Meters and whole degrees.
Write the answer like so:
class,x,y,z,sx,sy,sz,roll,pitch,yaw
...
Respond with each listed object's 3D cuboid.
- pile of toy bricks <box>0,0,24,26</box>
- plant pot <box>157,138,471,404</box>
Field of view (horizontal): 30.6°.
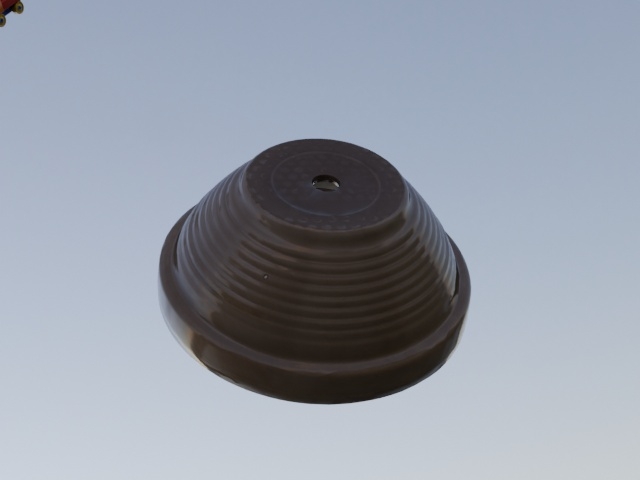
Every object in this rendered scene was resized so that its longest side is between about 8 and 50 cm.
class,x,y,z,sx,sy,sz,roll,pitch,yaw
pile of toy bricks,-0.391,-0.237,1.149,0.118,0.212,0.105,6,-53,25
plant pot,0.000,0.000,0.866,0.237,0.237,0.109,-9,-50,-21
